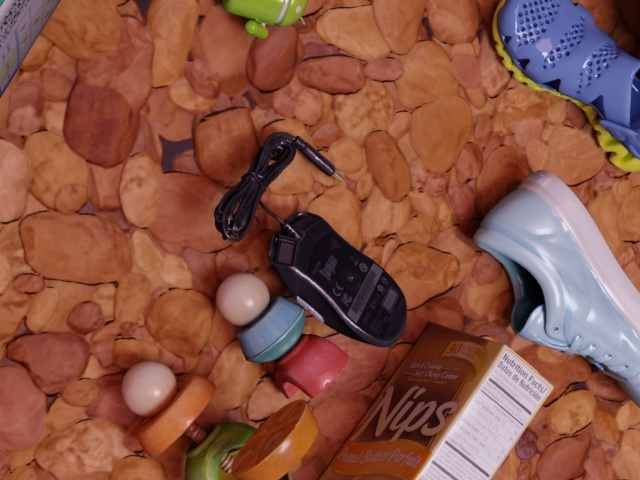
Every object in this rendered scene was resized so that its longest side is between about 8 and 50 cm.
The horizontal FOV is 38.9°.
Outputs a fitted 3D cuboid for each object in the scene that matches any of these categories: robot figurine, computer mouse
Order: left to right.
[{"bbox_3d":[-0.065,-0.277,1.006,0.115,0.067,0.101,13,98,-19],"label":"robot figurine"},{"bbox_3d":[0.000,0.000,1.038,0.262,0.060,0.184,38,50,-18],"label":"computer mouse"}]

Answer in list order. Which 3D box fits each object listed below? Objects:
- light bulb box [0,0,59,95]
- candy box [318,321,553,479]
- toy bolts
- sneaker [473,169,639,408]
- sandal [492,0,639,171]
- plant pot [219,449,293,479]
[{"bbox_3d":[-0.311,-0.299,0.767,0.225,0.358,0.361,32,81,-16],"label":"light bulb box"},{"bbox_3d":[0.103,0.252,1.030,0.087,0.183,0.316,39,80,-18],"label":"candy box"},{"bbox_3d":[-0.086,0.139,0.964,0.158,0.218,0.228,48,60,-9],"label":"toy bolts"},{"bbox_3d":[0.316,0.099,1.136,0.150,0.135,0.366,-36,95,-6],"label":"sneaker"},{"bbox_3d":[0.352,-0.207,1.120,0.317,0.138,0.126,34,84,-16],"label":"sandal"},{"bbox_3d":[-0.076,0.315,1.010,0.134,0.134,0.095,-37,126,-14],"label":"plant pot"}]
